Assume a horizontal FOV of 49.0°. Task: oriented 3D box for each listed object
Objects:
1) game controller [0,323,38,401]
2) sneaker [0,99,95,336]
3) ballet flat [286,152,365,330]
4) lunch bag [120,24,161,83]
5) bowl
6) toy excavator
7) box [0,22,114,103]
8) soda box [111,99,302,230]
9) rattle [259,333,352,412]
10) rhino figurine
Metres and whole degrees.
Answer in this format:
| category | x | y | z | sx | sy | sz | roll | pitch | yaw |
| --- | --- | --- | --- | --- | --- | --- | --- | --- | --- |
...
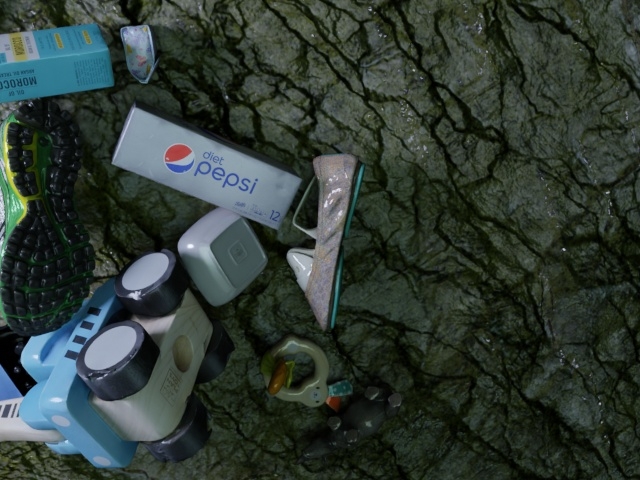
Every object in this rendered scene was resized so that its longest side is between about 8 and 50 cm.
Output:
| category | x | y | z | sx | sy | sz | roll | pitch | yaw |
| --- | --- | --- | --- | --- | --- | --- | --- | --- | --- |
| game controller | -0.593 | 0.252 | 1.152 | 0.319 | 0.067 | 0.166 | -22 | 112 | -6 |
| sneaker | -0.421 | -0.028 | 1.048 | 0.134 | 0.146 | 0.343 | 2 | 91 | -38 |
| ballet flat | 0.000 | 0.000 | 1.220 | 0.106 | 0.107 | 0.315 | 11 | 100 | 3 |
| lunch bag | -0.268 | -0.281 | 1.059 | 0.053 | 0.071 | 0.083 | -6 | 108 | -7 |
| bowl | -0.152 | 0.022 | 1.160 | 0.142 | 0.053 | 0.142 | -44 | 116 | -38 |
| toy excavator | -0.407 | 0.251 | 1.082 | 0.445 | 0.432 | 0.222 | -9 | 131 | 22 |
| box | -0.426 | -0.246 | 0.988 | 0.244 | 0.100 | 0.060 | -14 | 132 | -20 |
| soda box | -0.179 | -0.120 | 1.125 | 0.286 | 0.091 | 0.098 | 21 | 102 | -20 |
| rattle | -0.010 | 0.270 | 1.276 | 0.130 | 0.143 | 0.199 | -46 | 108 | -14 |
| rhino figurine | 0.053 | 0.359 | 1.343 | 0.243 | 0.106 | 0.073 | -37 | 71 | 0 |
